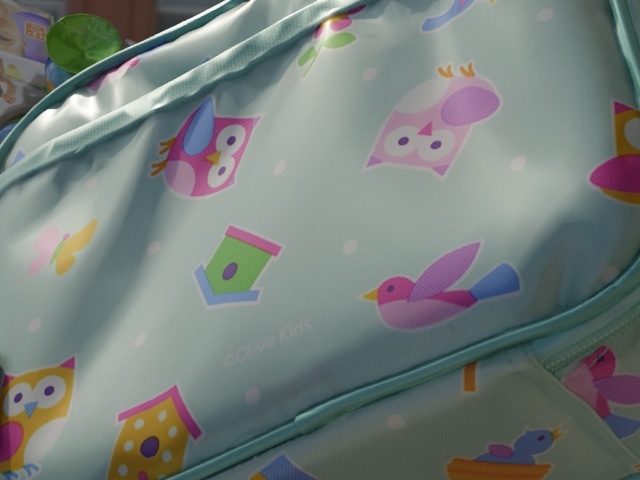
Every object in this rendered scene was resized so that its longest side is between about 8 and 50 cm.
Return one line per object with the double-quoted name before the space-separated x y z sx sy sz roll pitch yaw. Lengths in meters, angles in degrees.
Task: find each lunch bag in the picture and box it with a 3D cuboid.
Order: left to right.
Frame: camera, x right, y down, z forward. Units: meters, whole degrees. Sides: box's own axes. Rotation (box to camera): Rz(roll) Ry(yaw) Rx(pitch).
"lunch bag" 0.000 0.000 0.627 0.108 0.279 0.224 44 -149 -44

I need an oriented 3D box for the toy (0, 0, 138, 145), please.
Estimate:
"toy" -0.153 -0.039 1.114 0.237 0.137 0.056 106 -175 -52
